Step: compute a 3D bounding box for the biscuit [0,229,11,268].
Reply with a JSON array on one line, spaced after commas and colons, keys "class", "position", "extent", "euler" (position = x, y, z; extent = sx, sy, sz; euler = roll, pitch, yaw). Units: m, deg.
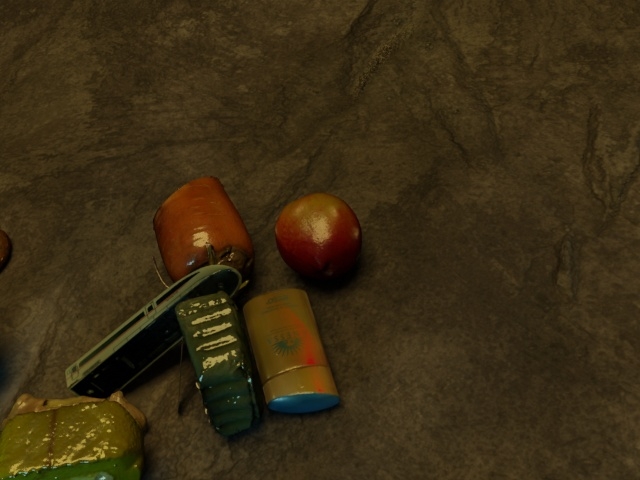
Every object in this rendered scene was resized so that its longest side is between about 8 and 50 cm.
[{"class": "biscuit", "position": [-0.834, 0.040, 2.175], "extent": [0.187, 0.027, 0.188], "euler": [-8, 47, 9]}]

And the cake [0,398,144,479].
[{"class": "cake", "position": [-0.449, 0.399, 1.650], "extent": [0.260, 0.179, 0.156], "euler": [-7, 50, -3]}]

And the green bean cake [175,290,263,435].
[{"class": "green bean cake", "position": [-0.186, 0.238, 1.712], "extent": [0.124, 0.223, 0.227], "euler": [-14, 43, -7]}]

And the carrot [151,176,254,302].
[{"class": "carrot", "position": [-0.248, 0.017, 1.932], "extent": [0.214, 0.193, 0.331], "euler": [-1, 45, -35]}]

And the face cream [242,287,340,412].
[{"class": "face cream", "position": [-0.062, 0.221, 1.793], "extent": [0.139, 0.067, 0.285], "euler": [-14, 47, -6]}]

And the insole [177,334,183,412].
[{"class": "insole", "position": [-0.275, 0.262, 1.776], "extent": [0.002, 0.153, 0.053], "euler": [3, 4, -9]}]

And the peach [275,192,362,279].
[{"class": "peach", "position": [0.000, 0.000, 1.902], "extent": [0.197, 0.197, 0.197], "euler": [-7, 47, 8]}]

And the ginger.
[{"class": "ginger", "position": [-0.484, 0.360, 1.756], "extent": [0.294, 0.086, 0.131], "euler": [-3, 77, 5]}]

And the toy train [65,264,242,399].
[{"class": "toy train", "position": [-0.328, 0.172, 1.808], "extent": [0.407, 0.086, 0.088], "euler": [-38, 35, 4]}]
